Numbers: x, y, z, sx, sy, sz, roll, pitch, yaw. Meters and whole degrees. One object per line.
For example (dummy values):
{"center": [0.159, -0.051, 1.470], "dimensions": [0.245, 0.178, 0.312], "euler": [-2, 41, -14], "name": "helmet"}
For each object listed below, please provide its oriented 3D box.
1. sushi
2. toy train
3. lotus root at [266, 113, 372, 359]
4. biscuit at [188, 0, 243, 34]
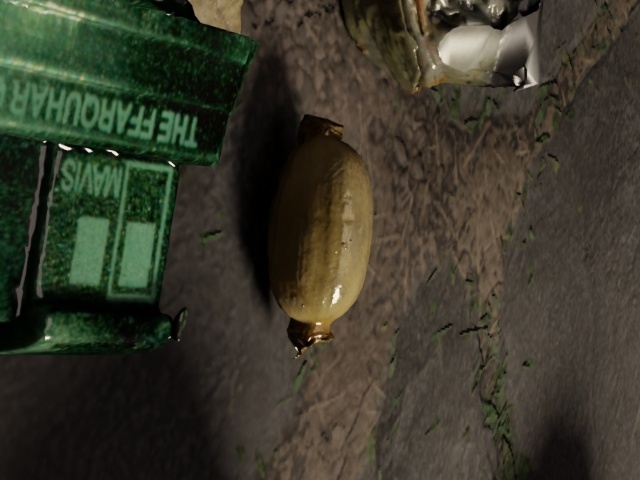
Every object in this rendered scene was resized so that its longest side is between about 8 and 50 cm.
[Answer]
{"center": [0.061, -0.227, 0.909], "dimensions": [0.109, 0.134, 0.273], "euler": [-18, 124, -21], "name": "sushi"}
{"center": [-0.164, -0.043, 0.574], "dimensions": [0.330, 0.138, 0.178], "euler": [6, 94, -56], "name": "toy train"}
{"center": [0.000, 0.000, 0.880], "dimensions": [0.062, 0.073, 0.150], "euler": [4, 93, -13], "name": "lotus root"}
{"center": [-0.079, -0.126, 0.791], "dimensions": [0.120, 0.015, 0.120], "euler": [-11, 103, -56], "name": "biscuit"}
